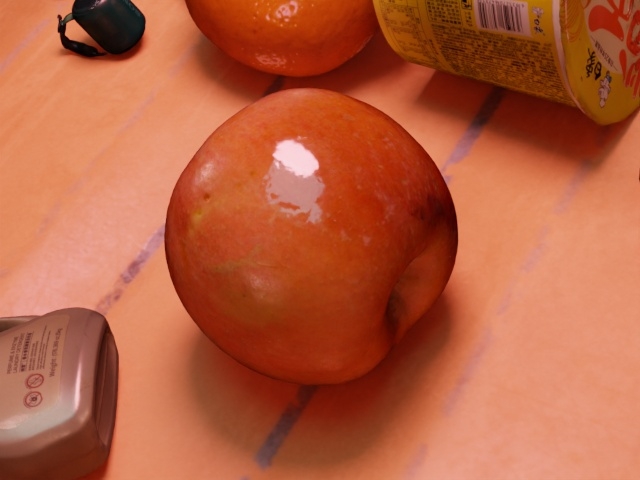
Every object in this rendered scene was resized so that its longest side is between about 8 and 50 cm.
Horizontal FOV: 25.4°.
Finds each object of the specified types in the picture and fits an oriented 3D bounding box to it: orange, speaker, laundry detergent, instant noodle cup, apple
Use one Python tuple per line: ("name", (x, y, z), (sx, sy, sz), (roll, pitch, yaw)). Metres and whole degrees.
("orange", (-0.028, -0.285, 1.490), (0.240, 0.171, 0.240), (-2, 84, 18))
("speaker", (-0.247, -0.237, 1.573), (0.094, 0.075, 0.060), (-38, 38, 10))
("laundry detergent", (-0.308, 0.138, 1.228), (0.253, 0.091, 0.181), (-7, 46, 6))
("instant noodle cup", (0.203, -0.279, 1.389), (0.221, 0.311, 0.311), (12, 51, 32))
("apple", (0.000, 0.000, 1.207), (0.253, 0.253, 0.254), (-6, 47, 6))
